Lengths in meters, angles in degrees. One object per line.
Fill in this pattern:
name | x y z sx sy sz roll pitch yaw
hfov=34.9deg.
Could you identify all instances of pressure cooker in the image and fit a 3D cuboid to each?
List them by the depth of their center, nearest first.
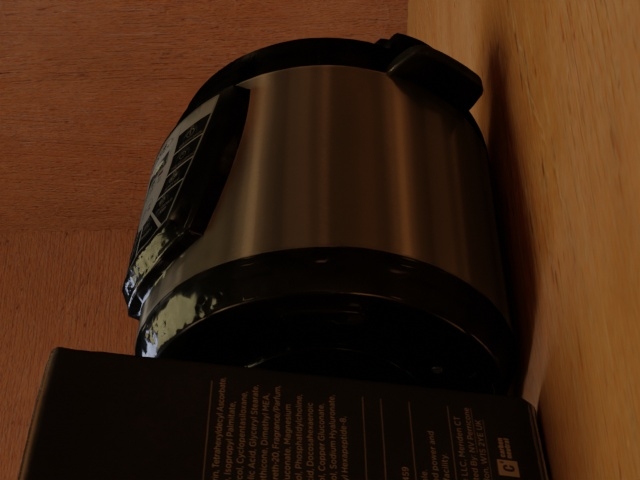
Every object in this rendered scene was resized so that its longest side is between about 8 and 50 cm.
pressure cooker | 0.004 0.003 1.068 0.376 0.369 0.420 71 -164 -47

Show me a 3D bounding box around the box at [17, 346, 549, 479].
box | -0.042 0.278 0.831 0.212 0.395 0.294 -92 12 -47
